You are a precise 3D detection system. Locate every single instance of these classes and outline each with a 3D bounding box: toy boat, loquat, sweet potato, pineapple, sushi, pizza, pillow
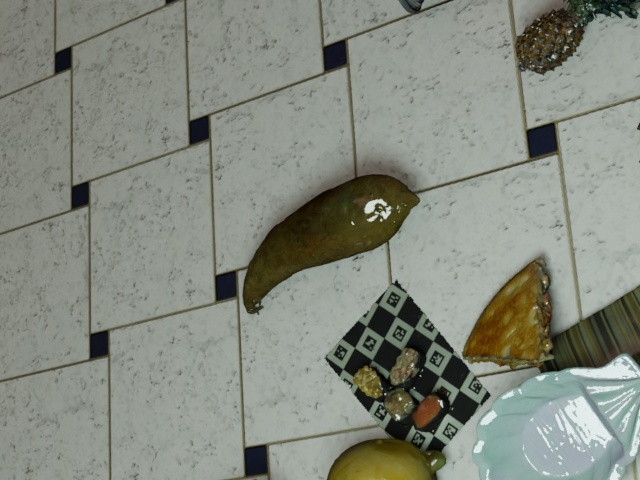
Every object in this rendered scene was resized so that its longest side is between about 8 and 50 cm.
[{"bbox_3d":[0.357,0.275,1.750,0.290,0.100,0.199,-37,83,24],"label":"toy boat"},{"bbox_3d":[0.101,0.379,1.895,0.204,0.172,0.149,-22,83,-1],"label":"loquat"},{"bbox_3d":[-0.004,-0.003,2.102,0.422,0.130,0.131,-31,61,33],"label":"sweet potato"},{"bbox_3d":[0.396,-0.333,1.914,0.221,0.083,0.103,-39,89,28],"label":"pineapple"},{"bbox_3d":[0.127,0.220,1.989,0.192,0.043,0.279,-49,55,15],"label":"sushi"},{"bbox_3d":[0.303,0.146,1.853,0.201,0.053,0.193,-50,28,20],"label":"pizza"},{"bbox_3d":[0.414,0.161,1.801,0.203,0.038,0.113,-34,57,24],"label":"pillow"}]

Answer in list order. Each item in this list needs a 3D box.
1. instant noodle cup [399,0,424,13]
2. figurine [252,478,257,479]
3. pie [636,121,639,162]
[{"bbox_3d":[0.202,-0.524,2.026,0.181,0.258,0.302,-12,41,18],"label":"instant noodle cup"},{"bbox_3d":[-0.111,0.575,1.971,0.411,0.241,0.306,-41,48,32],"label":"figurine"},{"bbox_3d":[0.535,-0.176,1.805,0.170,0.034,0.092,-36,63,24],"label":"pie"}]
